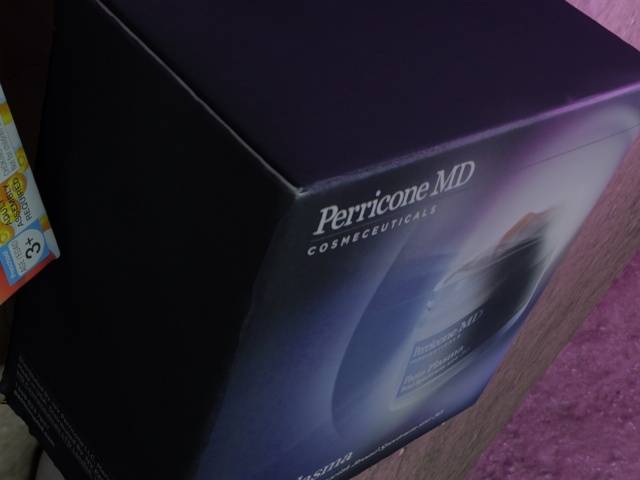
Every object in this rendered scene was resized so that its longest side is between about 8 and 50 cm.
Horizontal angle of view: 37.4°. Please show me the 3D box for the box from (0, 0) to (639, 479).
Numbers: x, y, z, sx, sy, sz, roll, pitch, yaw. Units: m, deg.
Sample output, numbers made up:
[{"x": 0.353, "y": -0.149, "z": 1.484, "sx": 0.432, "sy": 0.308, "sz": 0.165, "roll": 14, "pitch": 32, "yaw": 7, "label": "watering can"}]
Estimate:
[{"x": 0.000, "y": 0.000, "z": 0.549, "sx": 0.296, "sy": 0.183, "sz": 0.294, "roll": -21, "pitch": 143, "yaw": -40, "label": "box"}]

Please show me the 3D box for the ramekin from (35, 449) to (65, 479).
[{"x": -0.136, "y": 0.211, "z": 0.908, "sx": 0.277, "sy": 0.135, "sz": 0.277, "roll": -40, "pitch": 152, "yaw": -26, "label": "ramekin"}]

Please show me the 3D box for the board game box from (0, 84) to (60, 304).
[{"x": -0.263, "y": 0.014, "z": 0.366, "sx": 0.275, "sy": 0.144, "sz": 0.142, "roll": -49, "pitch": 145, "yaw": -39, "label": "board game box"}]

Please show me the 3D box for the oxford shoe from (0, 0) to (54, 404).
[{"x": -0.195, "y": -0.021, "z": 0.563, "sx": 0.130, "sy": 0.123, "sz": 0.348, "roll": -17, "pitch": 135, "yaw": -49, "label": "oxford shoe"}]
